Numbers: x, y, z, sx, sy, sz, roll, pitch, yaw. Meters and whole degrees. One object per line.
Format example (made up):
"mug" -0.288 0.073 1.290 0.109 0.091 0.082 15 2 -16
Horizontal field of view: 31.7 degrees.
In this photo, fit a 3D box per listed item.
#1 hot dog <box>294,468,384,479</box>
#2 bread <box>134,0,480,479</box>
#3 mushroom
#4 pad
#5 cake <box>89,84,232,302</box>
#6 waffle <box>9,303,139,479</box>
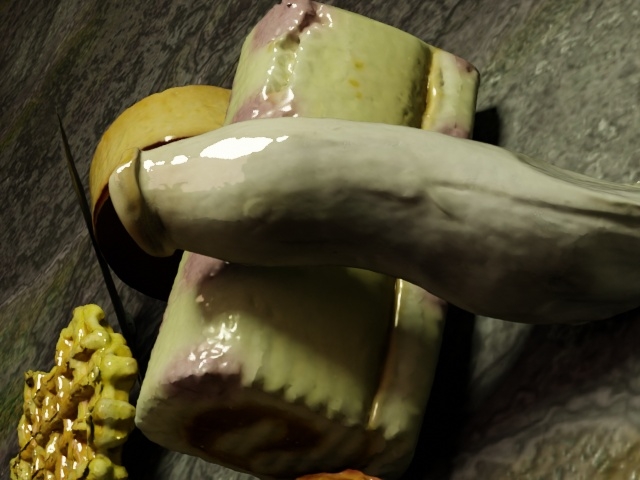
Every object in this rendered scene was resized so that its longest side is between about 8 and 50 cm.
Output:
"hot dog" 0.013 0.244 0.619 0.196 0.122 0.272 -48 29 2
"bread" 0.000 0.000 0.811 0.155 0.187 0.338 -46 27 53
"mushroom" 0.053 -0.017 0.668 0.109 0.352 0.097 102 175 -47
"pad" -0.204 0.017 1.064 0.009 0.265 0.159 -17 32 -8
"cake" -0.110 -0.062 1.023 0.207 0.185 0.178 -50 31 35
"waffle" -0.233 0.187 1.040 0.291 0.051 0.291 -34 50 53
